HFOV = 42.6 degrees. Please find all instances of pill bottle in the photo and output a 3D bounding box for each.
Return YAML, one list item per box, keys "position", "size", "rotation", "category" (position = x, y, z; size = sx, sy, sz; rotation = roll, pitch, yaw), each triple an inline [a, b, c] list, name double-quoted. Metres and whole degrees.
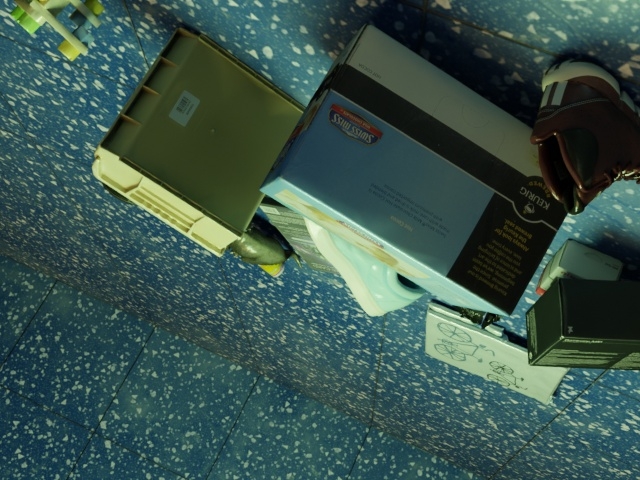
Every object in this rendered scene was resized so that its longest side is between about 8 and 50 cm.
- position: [-0.132, 0.053, 2.045]
  size: [0.083, 0.043, 0.043]
  rotation: [40, 156, -30]
  category: "pill bottle"

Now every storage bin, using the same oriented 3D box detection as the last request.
- position: [-0.192, -0.160, 1.326]
  size: [0.260, 0.262, 0.123]
  rotation: [34, 157, -16]
  category: "storage bin"

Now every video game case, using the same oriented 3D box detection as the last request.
- position: [0.000, 0.000, 1.795]
  size: [0.196, 0.026, 0.274]
  rotation: [11, 154, 36]
  category: "video game case"

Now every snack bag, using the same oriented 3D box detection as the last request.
- position: [0.403, 0.268, 1.916]
  size: [0.343, 0.037, 0.323]
  rotation: [22, 159, 16]
  category: "snack bag"

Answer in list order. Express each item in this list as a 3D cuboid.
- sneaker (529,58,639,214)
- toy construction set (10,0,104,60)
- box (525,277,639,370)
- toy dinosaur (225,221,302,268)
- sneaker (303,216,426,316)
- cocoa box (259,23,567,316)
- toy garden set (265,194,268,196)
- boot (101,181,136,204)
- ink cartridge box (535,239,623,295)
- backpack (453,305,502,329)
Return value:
- position: [0.359, -0.078, 0.994]
  size: [0.281, 0.162, 0.106]
  rotation: [32, 158, -11]
  category: "sneaker"
- position: [-0.457, -0.425, 1.186]
  size: [0.215, 0.151, 0.327]
  rotation: [42, 164, 40]
  category: "toy construction set"
- position: [0.482, 0.138, 1.310]
  size: [0.261, 0.103, 0.184]
  rotation: [3, 160, -2]
  category: "box"
- position: [-0.157, 0.009, 1.875]
  size: [0.313, 0.121, 0.160]
  rotation: [44, 166, -27]
  category: "toy dinosaur"
- position: [0.093, -0.004, 1.587]
  size: [0.150, 0.135, 0.366]
  rotation: [-20, 132, 21]
  category: "sneaker"
- position: [0.127, -0.081, 1.108]
  size: [0.347, 0.227, 0.231]
  rotation: [31, 175, -9]
  category: "cocoa box"
- position: [-0.197, -0.110, 1.532]
  size: [0.244, 0.049, 0.203]
  rotation: [-17, 155, -2]
  category: "toy garden set"
- position: [-0.362, -0.124, 1.840]
  size: [0.247, 0.094, 0.207]
  rotation: [27, 162, -14]
  category: "boot"
- position: [0.432, 0.064, 1.382]
  size: [0.099, 0.056, 0.135]
  rotation: [24, 159, 8]
  category: "ink cartridge box"
- position: [0.292, 0.074, 1.455]
  size: [0.117, 0.158, 0.173]
  rotation: [30, 172, 18]
  category: "backpack"
